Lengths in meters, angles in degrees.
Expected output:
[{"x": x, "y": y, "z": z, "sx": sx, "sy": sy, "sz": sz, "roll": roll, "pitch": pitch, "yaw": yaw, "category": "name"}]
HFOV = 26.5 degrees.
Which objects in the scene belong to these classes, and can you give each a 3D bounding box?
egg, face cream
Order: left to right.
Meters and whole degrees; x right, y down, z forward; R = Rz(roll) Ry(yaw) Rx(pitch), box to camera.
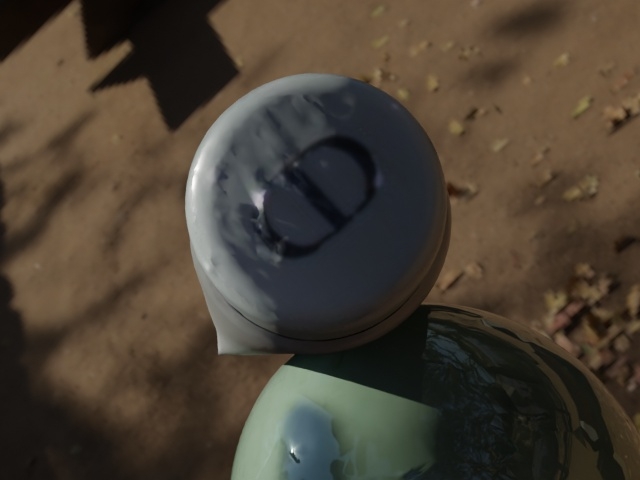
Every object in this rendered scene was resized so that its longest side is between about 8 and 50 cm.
[{"x": 0.000, "y": 0.000, "z": 0.556, "sx": 0.143, "sy": 0.089, "sz": 0.314, "roll": -38, "pitch": -3, "yaw": -2, "category": "face cream"}, {"x": 0.064, "y": 0.142, "z": 0.656, "sx": 0.203, "sy": 0.282, "sz": 0.203, "roll": -14, "pitch": 51, "yaw": 18, "category": "egg"}]
